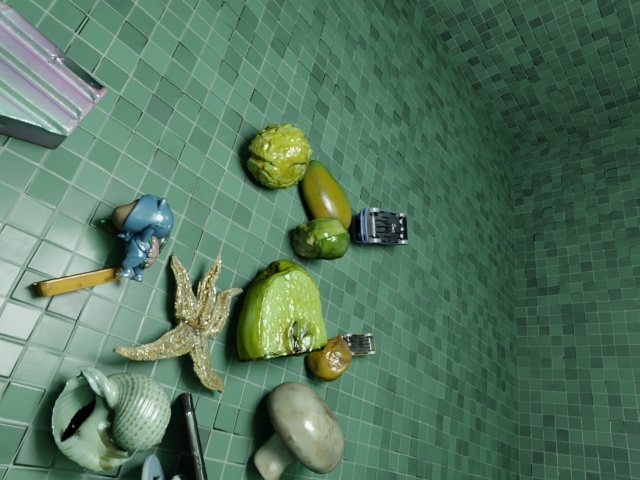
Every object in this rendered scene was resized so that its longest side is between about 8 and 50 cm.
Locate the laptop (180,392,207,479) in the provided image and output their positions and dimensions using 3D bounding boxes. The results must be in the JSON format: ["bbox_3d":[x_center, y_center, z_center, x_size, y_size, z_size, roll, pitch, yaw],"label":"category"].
[{"bbox_3d":[-0.259,0.434,0.906,0.026,0.154,0.208,-12,88,-21],"label":"laptop"}]

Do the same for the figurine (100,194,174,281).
[{"bbox_3d":[-0.381,-0.013,0.877,0.144,0.114,0.179,12,77,-6],"label":"figurine"}]

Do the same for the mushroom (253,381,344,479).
[{"bbox_3d":[-0.068,0.489,1.085,0.243,0.243,0.244,16,68,-46],"label":"mushroom"}]

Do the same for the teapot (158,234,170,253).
[{"bbox_3d":[-0.375,0.006,0.957,0.057,0.066,0.088,31,79,-17],"label":"teapot"}]

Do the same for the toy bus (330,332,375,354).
[{"bbox_3d":[0.108,0.339,1.402,0.162,0.074,0.070,12,63,-44],"label":"toy bus"}]

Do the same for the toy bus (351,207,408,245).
[{"bbox_3d":[0.210,-0.043,1.579,0.292,0.133,0.126,3,83,-51],"label":"toy bus"}]

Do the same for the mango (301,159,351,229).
[{"bbox_3d":[0.018,-0.139,1.398,0.156,0.114,0.251,-35,107,-44],"label":"mango"}]

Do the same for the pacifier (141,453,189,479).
[{"bbox_3d":[-0.327,0.562,0.785,0.232,0.244,0.300,-11,64,-19],"label":"pacifier"}]

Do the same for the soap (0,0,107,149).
[{"bbox_3d":[-0.580,-0.309,0.762,0.324,0.109,0.193,44,50,-34],"label":"soap"}]

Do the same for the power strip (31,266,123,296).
[{"bbox_3d":[-0.457,0.076,0.843,0.178,0.049,0.028,-14,96,-50],"label":"power strip"}]

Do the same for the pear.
[{"bbox_3d":[-0.122,0.179,1.118,0.238,0.163,0.256,2,75,-45],"label":"pear"}]

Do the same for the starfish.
[{"bbox_3d":[-0.294,0.162,0.984,0.301,0.084,0.294,38,49,-40],"label":"starfish"}]

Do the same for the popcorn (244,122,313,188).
[{"bbox_3d":[-0.119,-0.243,1.243,0.198,0.197,0.213,45,23,-32],"label":"popcorn"}]

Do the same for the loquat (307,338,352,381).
[{"bbox_3d":[0.029,0.346,1.269,0.137,0.137,0.113,-36,102,-47],"label":"loquat"}]

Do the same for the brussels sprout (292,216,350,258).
[{"bbox_3d":[0.007,-0.002,1.291,0.145,0.183,0.132,-16,97,-29],"label":"brussels sprout"}]

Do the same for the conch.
[{"bbox_3d":[-0.381,0.319,0.807,0.200,0.131,0.172,43,71,3],"label":"conch"}]
